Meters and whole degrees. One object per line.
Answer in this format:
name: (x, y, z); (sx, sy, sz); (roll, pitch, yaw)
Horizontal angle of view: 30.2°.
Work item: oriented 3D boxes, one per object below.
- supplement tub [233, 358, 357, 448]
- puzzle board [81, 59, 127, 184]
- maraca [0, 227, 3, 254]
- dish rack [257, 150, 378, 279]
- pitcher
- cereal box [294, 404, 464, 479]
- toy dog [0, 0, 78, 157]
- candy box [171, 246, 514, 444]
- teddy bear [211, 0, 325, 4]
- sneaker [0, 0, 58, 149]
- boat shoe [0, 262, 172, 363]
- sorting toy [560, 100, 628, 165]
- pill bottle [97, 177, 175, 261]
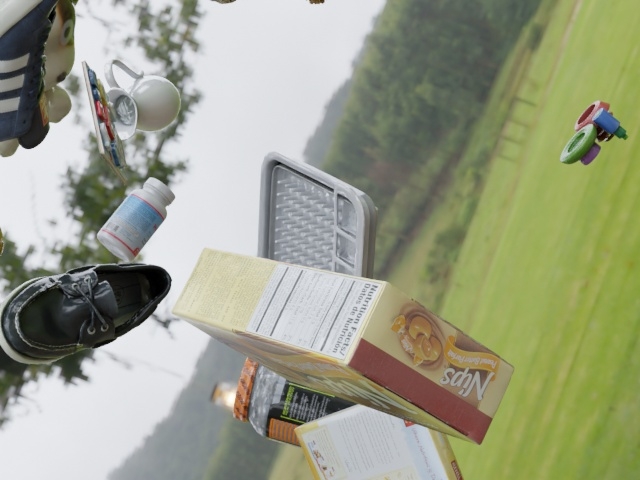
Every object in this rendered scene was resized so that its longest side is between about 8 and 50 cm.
supplement tub: (-0.003, 0.327, 2.374); (0.193, 0.316, 0.193); (15, -90, -83)
puzzle board: (-0.257, -0.141, 1.428); (0.096, 0.011, 0.128); (66, -171, -69)
maraca: (-0.659, 0.018, 2.280); (0.127, 0.099, 0.185); (-94, 5, -56)
dish rack: (0.000, 0.000, 2.170); (0.333, 0.072, 0.285); (29, 124, 49)
pitcher: (-0.406, -0.326, 2.649); (0.207, 0.126, 0.177); (-32, -68, -63)
cereal box: (0.089, 0.332, 1.819); (0.240, 0.173, 0.047); (-24, -5, 34)
toy dog: (-0.553, -0.337, 1.954); (0.285, 0.408, 0.395); (-27, -71, -43)
candy box: (0.012, 0.096, 1.162); (0.316, 0.183, 0.087); (8, 69, 54)
teddy bear: (-0.081, -0.421, 1.829); (0.245, 0.338, 0.113); (-4, -79, -61)
sneaker: (-0.391, -0.213, 1.536); (0.350, 0.148, 0.131); (-43, 22, 29)
boat shoe: (-0.337, 0.096, 1.767); (0.340, 0.113, 0.127); (-7, -103, -61)
sorting toy: (0.299, -0.111, 1.275); (0.061, 0.042, 0.102); (-44, 11, 48)
pill bottle: (-0.360, -0.043, 2.342); (0.160, 0.087, 0.087); (-53, -6, -16)
